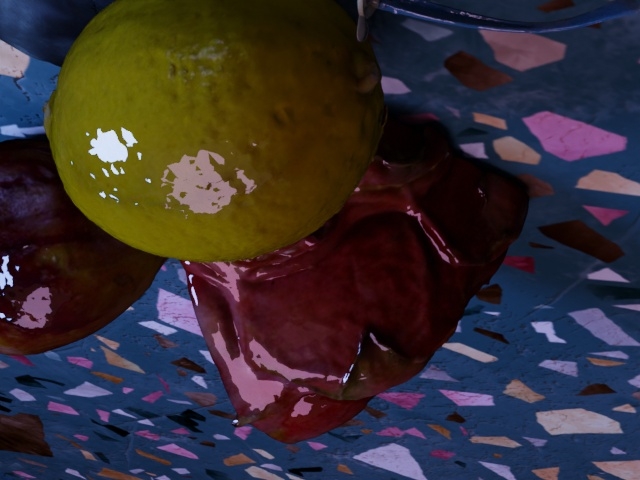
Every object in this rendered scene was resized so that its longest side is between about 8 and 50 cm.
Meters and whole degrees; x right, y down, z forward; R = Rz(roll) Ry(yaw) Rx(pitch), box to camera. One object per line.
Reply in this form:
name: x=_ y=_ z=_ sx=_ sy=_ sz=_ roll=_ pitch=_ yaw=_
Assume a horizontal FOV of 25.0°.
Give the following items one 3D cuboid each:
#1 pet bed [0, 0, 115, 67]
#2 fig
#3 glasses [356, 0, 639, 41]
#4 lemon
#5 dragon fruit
pet bed: x=-0.224 y=-0.210 z=1.216 sx=0.201 sy=0.053 sz=0.201 roll=12 pitch=155 yaw=6
fig: x=-0.284 y=0.000 z=1.496 sx=0.263 sy=0.224 sz=0.224 roll=-16 pitch=143 yaw=21
glasses: x=0.135 y=-0.220 z=1.014 sx=0.221 sy=0.088 sz=0.189 roll=-1 pitch=156 yaw=-11
lemon: x=-0.081 y=-0.096 z=1.127 sx=0.263 sy=0.236 sz=0.236 roll=7 pitch=157 yaw=49
dragon fruit: x=0.008 y=0.000 z=1.293 sx=0.228 sy=0.286 sz=0.329 roll=0 pitch=141 yaw=37
